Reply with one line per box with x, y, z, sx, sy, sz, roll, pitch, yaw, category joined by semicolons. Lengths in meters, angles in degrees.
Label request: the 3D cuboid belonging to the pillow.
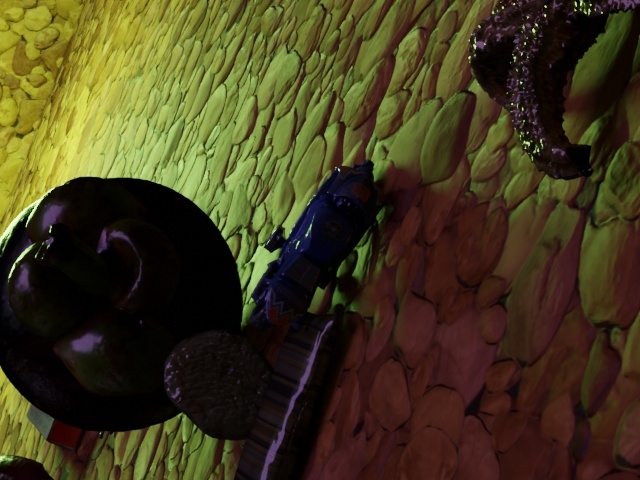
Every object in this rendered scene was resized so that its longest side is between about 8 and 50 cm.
-0.034;0.163;1.348;0.203;0.038;0.113;-69;16;-6;pillow

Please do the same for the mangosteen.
-0.230;0.065;1.571;0.311;0.311;0.311;-53;25;37;mangosteen

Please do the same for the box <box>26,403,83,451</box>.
-0.395;0.241;2.193;0.123;0.050;0.229;-68;19;-5;box

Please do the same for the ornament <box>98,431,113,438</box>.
-0.268;0.205;1.931;0.125;0.028;0.073;-60;21;27;ornament

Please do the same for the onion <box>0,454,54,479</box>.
-0.416;0.391;2.009;0.198;0.135;0.173;46;-140;-70;onion

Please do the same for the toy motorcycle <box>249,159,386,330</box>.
0.000;0.000;1.362;0.205;0.076;0.114;-56;7;-15;toy motorcycle

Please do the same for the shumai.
-0.098;0.149;1.446;0.099;0.124;0.087;-45;-6;-12;shumai

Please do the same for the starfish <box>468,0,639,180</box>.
0.200;-0.201;1.026;0.303;0.113;0.312;-138;62;-72;starfish
